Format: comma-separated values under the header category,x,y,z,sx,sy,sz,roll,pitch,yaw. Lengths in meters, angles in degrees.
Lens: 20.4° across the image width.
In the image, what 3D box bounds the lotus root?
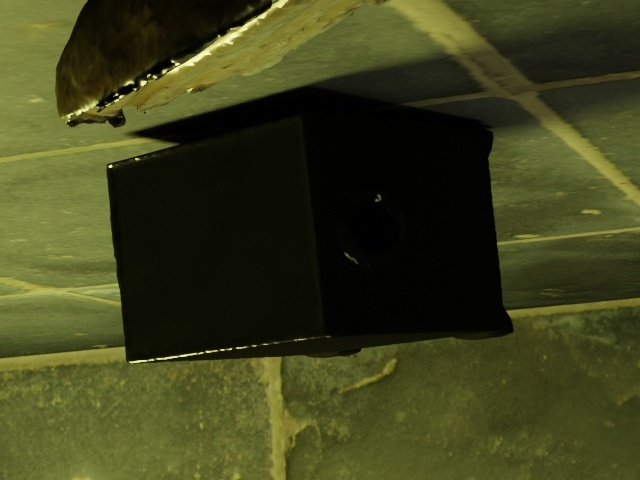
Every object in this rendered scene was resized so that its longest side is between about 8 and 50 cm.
category,x,y,z,sx,sy,sz,roll,pitch,yaw
lotus root,-0.040,-0.134,0.903,0.167,0.078,0.329,-25,-177,-32

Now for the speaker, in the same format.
category,x,y,z,sx,sy,sz,roll,pitch,yaw
speaker,0.000,0.000,1.430,0.232,0.184,0.254,-11,172,42
